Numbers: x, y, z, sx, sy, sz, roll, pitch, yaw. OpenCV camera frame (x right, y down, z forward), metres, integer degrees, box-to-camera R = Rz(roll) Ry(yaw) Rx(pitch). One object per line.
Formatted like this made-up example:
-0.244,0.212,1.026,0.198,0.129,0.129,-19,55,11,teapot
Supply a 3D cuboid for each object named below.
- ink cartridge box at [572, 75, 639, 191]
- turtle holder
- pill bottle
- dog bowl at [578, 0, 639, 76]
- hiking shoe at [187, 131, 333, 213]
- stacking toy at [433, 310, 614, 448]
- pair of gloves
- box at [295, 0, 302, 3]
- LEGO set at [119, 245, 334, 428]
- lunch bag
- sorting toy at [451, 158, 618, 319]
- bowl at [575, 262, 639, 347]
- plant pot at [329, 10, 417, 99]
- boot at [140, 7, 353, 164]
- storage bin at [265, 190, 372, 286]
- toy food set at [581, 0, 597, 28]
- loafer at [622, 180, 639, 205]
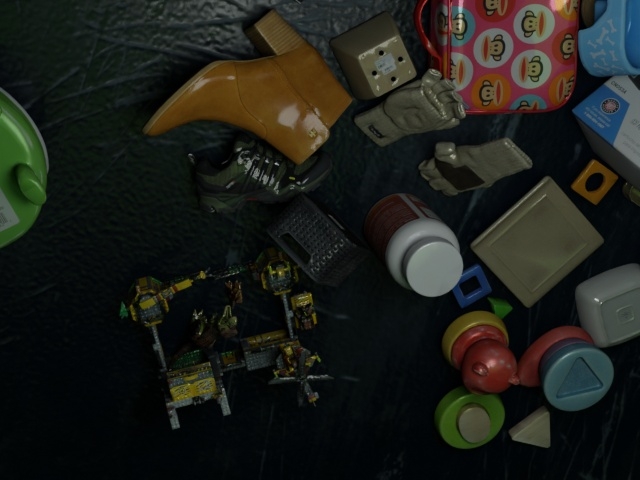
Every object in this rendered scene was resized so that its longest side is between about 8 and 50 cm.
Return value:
0.604,-0.220,1.772,0.307,0.223,0.129,-40,135,3,ink cartridge box
-0.538,-0.134,1.554,0.320,0.227,0.243,33,101,-21,turtle holder
0.152,0.009,1.769,0.121,0.216,0.121,-4,110,-11,pill bottle
0.477,-0.392,1.692,0.166,0.074,0.297,-25,122,-34,dog bowl
-0.093,-0.119,1.737,0.227,0.086,0.114,-16,116,-6,hiking shoe
0.356,0.283,1.943,0.309,0.130,0.279,6,115,-17,stacking toy
0.197,-0.163,1.749,0.240,0.204,0.042,36,58,-19,pair of gloves
-0.003,-0.482,1.573,0.103,0.184,0.261,35,99,-24,box
-0.150,0.160,1.768,0.332,0.192,0.254,-6,111,-11,LEGO set
0.271,-0.343,1.720,0.258,0.120,0.293,-3,111,-11,lunch bag
0.374,-0.001,1.910,0.348,0.047,0.196,-42,120,7,sorting toy
0.543,0.125,1.991,0.142,0.053,0.142,-21,114,-6,bowl
0.092,-0.280,1.715,0.109,0.096,0.109,-28,114,-2,plant pot
-0.104,-0.191,1.678,0.295,0.104,0.211,-42,103,-11,boot
0.000,0.000,1.740,0.084,0.180,0.122,-45,77,5,storage bin
0.491,-0.390,1.804,0.133,0.038,0.192,-9,117,-2,toy food set
0.598,-0.072,1.931,0.148,0.050,0.056,21,102,-20,loafer
